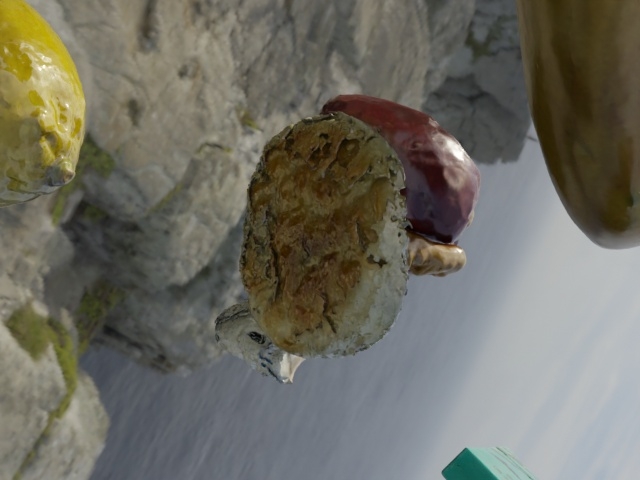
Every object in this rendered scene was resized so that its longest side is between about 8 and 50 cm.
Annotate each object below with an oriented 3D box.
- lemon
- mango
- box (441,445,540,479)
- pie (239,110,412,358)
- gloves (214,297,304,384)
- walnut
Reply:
[{"bbox_3d":[-0.424,-0.175,1.107,0.285,0.316,0.285,-35,-170,7],"label":"lemon"},{"bbox_3d":[0.310,-0.203,0.919,0.300,0.232,0.445,-87,171,-62],"label":"mango"},{"bbox_3d":[0.205,0.267,0.889,0.042,0.161,0.226,-46,157,6],"label":"box"},{"bbox_3d":[0.000,0.000,0.965,0.055,0.274,0.274,2,119,-37],"label":"pie"},{"bbox_3d":[-0.065,0.114,1.189,0.114,0.153,0.070,-40,129,-23],"label":"gloves"},{"bbox_3d":[0.089,-0.061,1.301,0.222,0.269,0.244,116,-3,-58],"label":"walnut"}]
